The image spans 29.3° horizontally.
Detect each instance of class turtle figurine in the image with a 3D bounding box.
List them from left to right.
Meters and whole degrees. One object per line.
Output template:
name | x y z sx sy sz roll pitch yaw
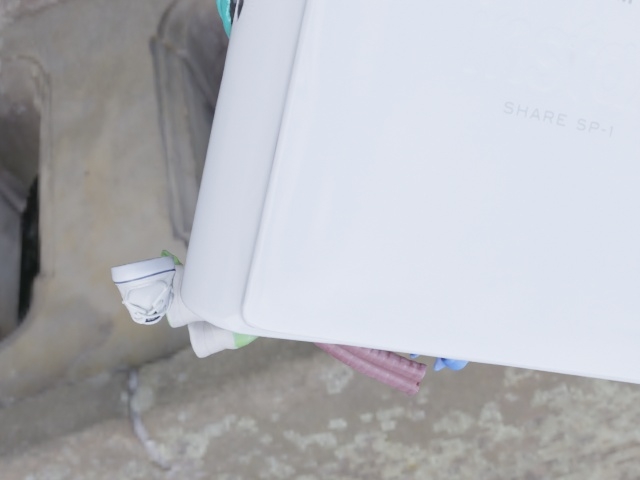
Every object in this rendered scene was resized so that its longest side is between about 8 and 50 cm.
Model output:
turtle figurine | 0.000 0.000 1.086 0.266 0.198 0.274 -10 100 6

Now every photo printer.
photo printer | 0.089 -0.099 0.544 0.256 0.107 0.307 10 97 -23

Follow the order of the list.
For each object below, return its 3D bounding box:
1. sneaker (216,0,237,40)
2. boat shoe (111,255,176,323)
sneaker | -0.013 -0.321 1.349 0.295 0.178 0.124 -53 142 6
boat shoe | -0.099 0.030 0.702 0.035 0.035 0.100 -11 174 -8
